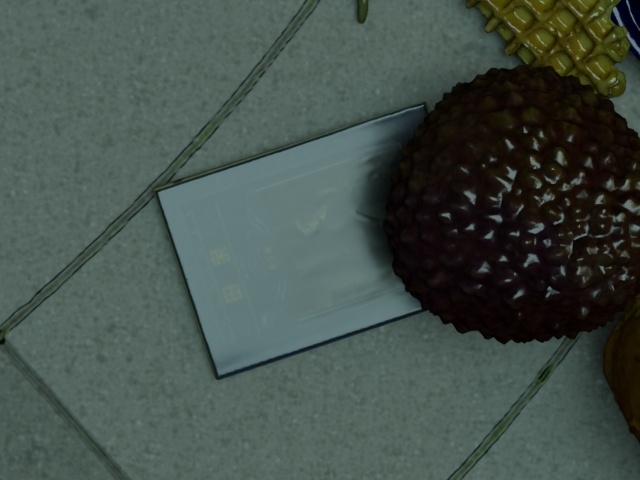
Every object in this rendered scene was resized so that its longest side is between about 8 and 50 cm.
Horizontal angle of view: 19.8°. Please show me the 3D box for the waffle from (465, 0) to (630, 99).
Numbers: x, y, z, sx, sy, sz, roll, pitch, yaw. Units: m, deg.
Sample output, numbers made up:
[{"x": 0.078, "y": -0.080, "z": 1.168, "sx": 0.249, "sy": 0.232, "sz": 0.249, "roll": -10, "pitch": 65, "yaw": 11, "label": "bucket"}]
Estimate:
[{"x": 0.204, "y": -0.194, "z": 1.697, "sx": 0.160, "sy": 0.046, "sz": 0.192, "roll": -1, "pitch": 115, "yaw": 25, "label": "waffle"}]

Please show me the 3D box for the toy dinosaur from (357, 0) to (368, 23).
[{"x": 0.053, "y": -0.360, "z": 1.682, "sx": 0.200, "sy": 0.072, "sz": 0.251, "roll": 41, "pitch": 79, "yaw": -16, "label": "toy dinosaur"}]

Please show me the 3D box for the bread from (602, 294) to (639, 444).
[{"x": 0.411, "y": 0.135, "z": 1.642, "sx": 0.312, "sy": 0.172, "sz": 0.312, "roll": 2, "pitch": 130, "yaw": 2, "label": "bread"}]

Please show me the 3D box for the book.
[{"x": 0.000, "y": 0.000, "z": 1.718, "sx": 0.269, "sy": 0.025, "sz": 0.191, "roll": -18, "pitch": 95, "yaw": -4, "label": "book"}]

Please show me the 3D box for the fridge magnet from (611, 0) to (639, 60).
[{"x": 0.387, "y": -0.261, "z": 1.692, "sx": 0.265, "sy": 0.112, "sz": 0.265, "roll": 0, "pitch": 95, "yaw": -4, "label": "fridge magnet"}]

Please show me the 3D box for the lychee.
[{"x": 0.191, "y": -0.022, "z": 1.604, "sx": 0.271, "sy": 0.271, "sz": 0.271, "roll": 0, "pitch": 93, "yaw": -5, "label": "lychee"}]
